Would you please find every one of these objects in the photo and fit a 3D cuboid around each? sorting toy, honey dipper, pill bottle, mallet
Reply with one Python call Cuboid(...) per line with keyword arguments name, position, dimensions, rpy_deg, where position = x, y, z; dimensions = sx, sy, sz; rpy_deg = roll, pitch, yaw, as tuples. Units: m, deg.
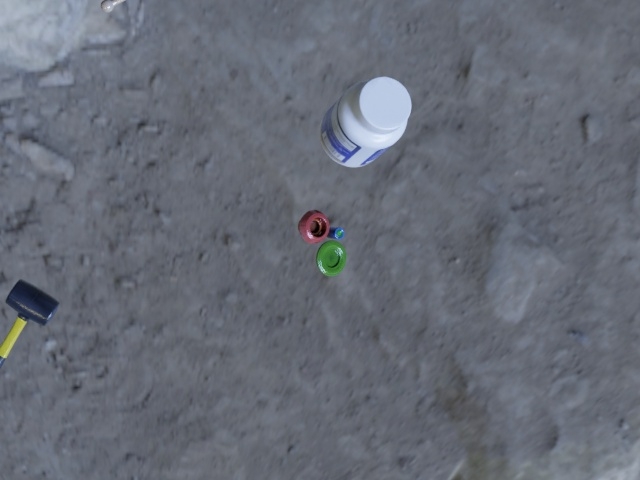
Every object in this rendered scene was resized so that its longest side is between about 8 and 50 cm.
Cuboid(name="sorting toy", position=(0.000, 0.000, 1.809), dimensions=(0.061, 0.042, 0.102), rpy_deg=(-33, 111, -27))
Cuboid(name="honey dipper", position=(-0.229, -0.355, 1.725), dimensions=(0.160, 0.030, 0.030), rpy_deg=(-27, 74, -3))
Cuboid(name="pill bottle", position=(0.074, -0.189, 1.973), dimensions=(0.112, 0.186, 0.112), rpy_deg=(3, 79, -15))
Cuboid(name="mallet", position=(-0.388, 0.142, 1.578), dimensions=(0.062, 0.039, 0.190), rpy_deg=(25, 103, -5))
